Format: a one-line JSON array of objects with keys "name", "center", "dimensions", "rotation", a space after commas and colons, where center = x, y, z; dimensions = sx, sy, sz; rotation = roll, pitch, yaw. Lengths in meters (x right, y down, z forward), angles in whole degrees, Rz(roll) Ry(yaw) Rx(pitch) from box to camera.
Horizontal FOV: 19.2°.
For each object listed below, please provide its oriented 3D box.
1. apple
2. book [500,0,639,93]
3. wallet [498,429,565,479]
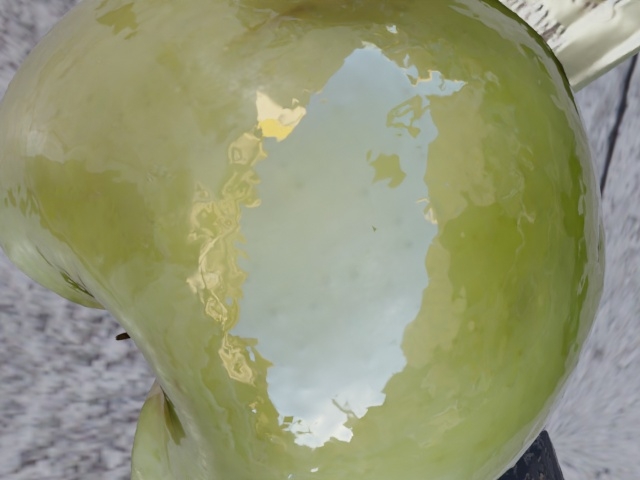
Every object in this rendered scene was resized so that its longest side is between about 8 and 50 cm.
[{"name": "apple", "center": [0.008, -0.005, 0.885], "dimensions": [0.258, 0.233, 0.295], "rotation": [-31, 105, -26]}, {"name": "book", "center": [0.159, -0.175, 1.214], "dimensions": [0.231, 0.026, 0.161], "rotation": [-34, 124, 24]}, {"name": "wallet", "center": [0.113, 0.245, 1.374], "dimensions": [0.025, 0.244, 0.124], "rotation": [-1, 113, 43]}]
